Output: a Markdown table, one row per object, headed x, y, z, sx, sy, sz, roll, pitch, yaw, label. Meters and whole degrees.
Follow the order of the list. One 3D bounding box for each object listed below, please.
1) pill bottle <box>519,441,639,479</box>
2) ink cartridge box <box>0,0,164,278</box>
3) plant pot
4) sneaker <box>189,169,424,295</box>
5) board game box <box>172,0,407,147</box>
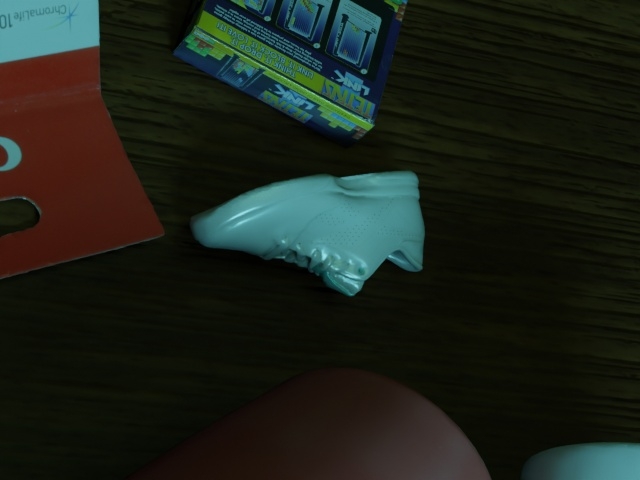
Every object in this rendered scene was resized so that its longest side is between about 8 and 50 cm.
| x | y | z | sx | sy | sz | roll | pitch | yaw | label |
| --- | --- | --- | --- | --- | --- | --- | --- | --- | --- |
| 0.203 | 0.346 | 1.272 | 0.224 | 0.224 | 0.392 | 19 | 66 | -23 | pill bottle |
| -0.293 | -0.157 | 1.389 | 0.308 | 0.091 | 0.385 | -15 | 74 | -36 | ink cartridge box |
| -0.019 | 0.226 | 1.275 | 0.275 | 0.275 | 0.243 | 48 | 41 | -2 | plant pot |
| 0.000 | 0.000 | 1.504 | 0.212 | 0.080 | 0.094 | -7 | 82 | -35 | sneaker |
| -0.022 | -0.176 | 1.591 | 0.170 | 0.048 | 0.141 | 28 | 57 | -18 | board game box |
